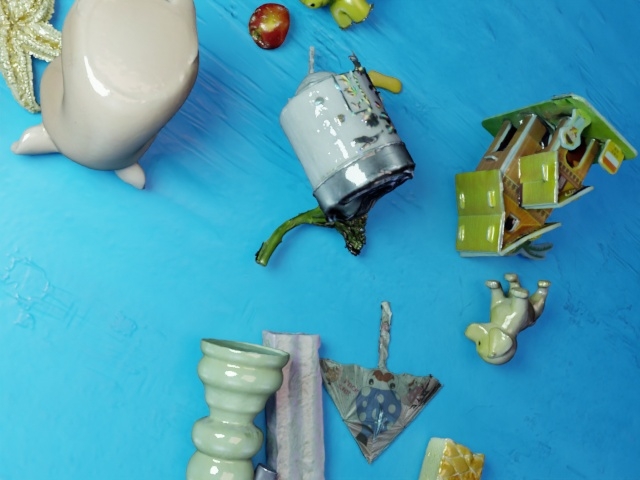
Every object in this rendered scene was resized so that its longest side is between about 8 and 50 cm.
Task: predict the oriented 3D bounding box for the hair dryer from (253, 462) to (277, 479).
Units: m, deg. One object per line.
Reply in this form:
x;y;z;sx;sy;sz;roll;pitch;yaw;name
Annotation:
-0.068;0.417;1.019;0.114;0.037;0.063;30;79;-22;hair dryer

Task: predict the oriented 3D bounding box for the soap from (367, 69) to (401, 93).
0.132;-0.325;1.271;0.089;0.012;0.034;10;81;-32;soap

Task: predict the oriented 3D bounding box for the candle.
0.027;-0.206;1.086;0.187;0.187;0.330;-21;80;-32;candle

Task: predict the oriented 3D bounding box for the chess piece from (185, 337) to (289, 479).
-0.141;0.292;0.979;0.144;0.144;0.251;13;84;-32;chess piece

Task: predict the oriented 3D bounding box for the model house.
0.470;-0.067;1.314;0.340;0.300;0.323;37;78;-19;model house

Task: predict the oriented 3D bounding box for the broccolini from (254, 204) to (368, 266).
-0.007;0.002;1.126;0.271;0.062;0.123;-30;87;-37;broccolini

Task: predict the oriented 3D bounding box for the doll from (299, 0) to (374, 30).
0.003;-0.487;1.133;0.221;0.143;0.135;24;75;-37;doll

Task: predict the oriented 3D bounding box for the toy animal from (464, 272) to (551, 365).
0.413;0.162;1.360;0.233;0.121;0.168;-25;117;-42;toy animal

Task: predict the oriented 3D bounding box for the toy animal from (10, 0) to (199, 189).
-0.290;-0.214;0.852;0.195;0.256;0.213;15;67;-27;toy animal

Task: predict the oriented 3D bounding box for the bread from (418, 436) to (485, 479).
0.256;0.504;1.252;0.125;0.068;0.188;31;70;-27;bread

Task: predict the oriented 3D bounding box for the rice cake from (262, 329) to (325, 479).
-0.045;0.304;1.084;0.106;0.050;0.298;1;86;-33;rice cake

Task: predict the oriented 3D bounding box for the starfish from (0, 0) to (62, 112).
-0.423;-0.303;0.882;0.216;0.071;0.238;-1;93;-28;starfish

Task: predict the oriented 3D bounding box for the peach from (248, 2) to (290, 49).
-0.085;-0.390;1.116;0.083;0.050;0.077;-46;112;-31;peach

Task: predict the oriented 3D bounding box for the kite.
0.119;0.277;1.218;0.335;0.011;0.314;15;77;-32;kite
